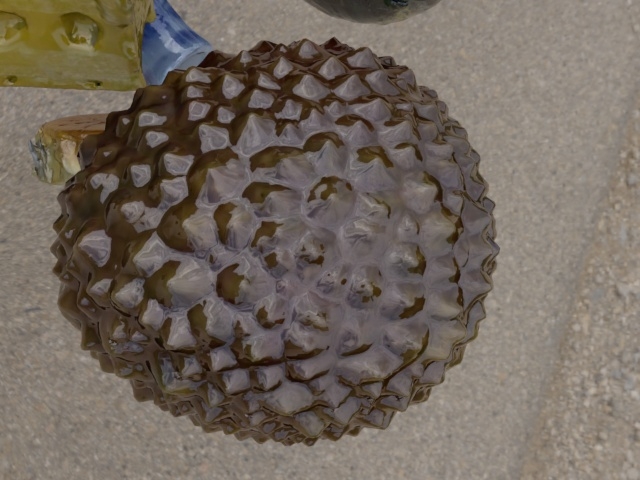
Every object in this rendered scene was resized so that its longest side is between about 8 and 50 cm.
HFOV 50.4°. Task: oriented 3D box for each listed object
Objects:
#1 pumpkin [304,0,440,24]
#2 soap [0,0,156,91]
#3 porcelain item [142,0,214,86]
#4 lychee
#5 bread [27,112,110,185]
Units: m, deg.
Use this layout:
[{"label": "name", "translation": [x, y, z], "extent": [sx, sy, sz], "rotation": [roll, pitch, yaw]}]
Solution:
[{"label": "pumpkin", "translation": [0.089, -0.606, 1.188], "extent": [0.454, 0.455, 0.344], "rotation": [55, 35, -19]}, {"label": "soap", "translation": [-0.301, -0.264, 0.521], "extent": [0.336, 0.293, 0.156], "rotation": [0, 56, -4]}, {"label": "porcelain item", "translation": [-0.242, -0.274, 0.778], "extent": [0.259, 0.141, 0.141], "rotation": [44, 66, 2]}, {"label": "lychee", "translation": [-0.031, -0.002, 0.424], "extent": [0.268, 0.268, 0.267], "rotation": [1, 89, -32]}, {"label": "bread", "translation": [-0.475, -0.212, 1.579], "extent": [0.389, 0.236, 0.183], "rotation": [5, 100, 9]}]
